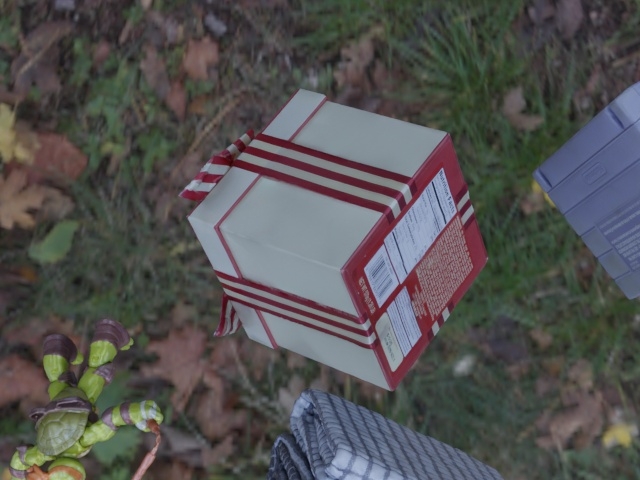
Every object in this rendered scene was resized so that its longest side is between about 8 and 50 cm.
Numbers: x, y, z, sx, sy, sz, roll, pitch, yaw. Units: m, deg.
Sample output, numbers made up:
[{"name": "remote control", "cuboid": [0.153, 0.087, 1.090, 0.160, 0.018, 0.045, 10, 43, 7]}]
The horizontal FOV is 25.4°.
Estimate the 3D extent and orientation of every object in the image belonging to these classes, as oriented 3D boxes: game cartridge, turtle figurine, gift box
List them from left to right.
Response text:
[{"name": "turtle figurine", "cuboid": [-0.283, 0.198, 1.568, 0.269, 0.217, 0.087, -29, 130, 28]}, {"name": "gift box", "cuboid": [0.000, 0.000, 1.627, 0.258, 0.276, 0.255, 20, 143, 36]}, {"name": "game cartridge", "cuboid": [0.394, -0.050, 1.750, 0.068, 0.355, 0.230, -41, 87, -13]}]

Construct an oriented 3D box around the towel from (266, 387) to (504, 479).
[{"name": "towel", "cuboid": [0.077, 0.256, 1.331, 0.235, 0.284, 0.121, 26, 94, -10]}]
